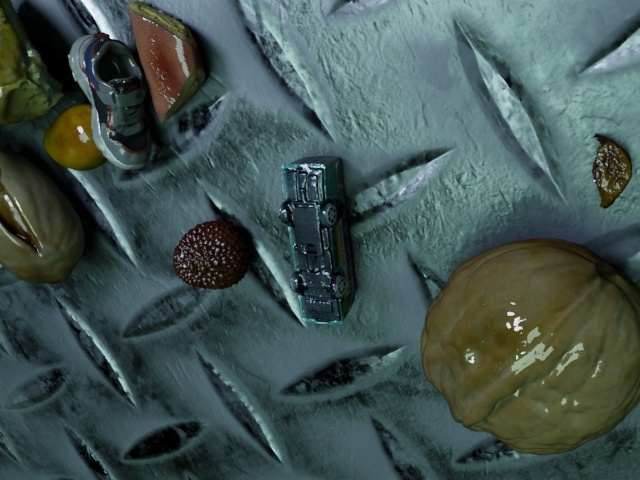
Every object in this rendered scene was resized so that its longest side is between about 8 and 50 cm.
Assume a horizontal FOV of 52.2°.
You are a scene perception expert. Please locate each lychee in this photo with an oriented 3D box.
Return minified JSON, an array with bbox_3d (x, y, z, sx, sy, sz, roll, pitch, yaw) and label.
[{"bbox_3d":[-0.187,0.029,1.115,0.123,0.129,0.123,45,156,26],"label":"lychee"}]

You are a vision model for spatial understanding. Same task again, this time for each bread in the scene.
[{"bbox_3d":[-0.577,-0.269,1.055,0.252,0.196,0.239,-34,104,-6],"label":"bread"},{"bbox_3d":[-0.230,-0.280,1.020,0.119,0.067,0.193,4,114,32],"label":"bread"}]

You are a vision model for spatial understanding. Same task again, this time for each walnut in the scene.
[{"bbox_3d":[0.284,0.145,0.890,0.277,0.252,0.313,25,126,-3],"label":"walnut"}]

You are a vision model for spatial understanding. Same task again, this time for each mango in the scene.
[{"bbox_3d":[-0.419,-0.174,1.142,0.163,0.089,0.111,-27,89,40],"label":"mango"}]

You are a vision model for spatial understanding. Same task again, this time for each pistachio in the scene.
[{"bbox_3d":[-0.556,-0.045,1.227,0.166,0.197,0.288,-36,83,-11],"label":"pistachio"}]

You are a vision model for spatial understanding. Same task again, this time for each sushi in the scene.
[{"bbox_3d":[0.382,-0.090,0.861,0.050,0.047,0.099,2,97,10],"label":"sushi"}]

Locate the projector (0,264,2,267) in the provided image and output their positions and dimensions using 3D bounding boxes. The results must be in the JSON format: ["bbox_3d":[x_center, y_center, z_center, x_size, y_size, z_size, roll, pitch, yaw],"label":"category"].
[{"bbox_3d":[-0.777,-0.035,1.362,0.259,0.079,0.257,-20,105,31],"label":"projector"}]

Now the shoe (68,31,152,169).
[{"bbox_3d":[-0.313,-0.231,1.048,0.125,0.099,0.228,-10,105,43],"label":"shoe"}]

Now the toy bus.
[{"bbox_3d":[0.000,0.000,1.028,0.091,0.109,0.262,3,112,24],"label":"toy bus"}]
